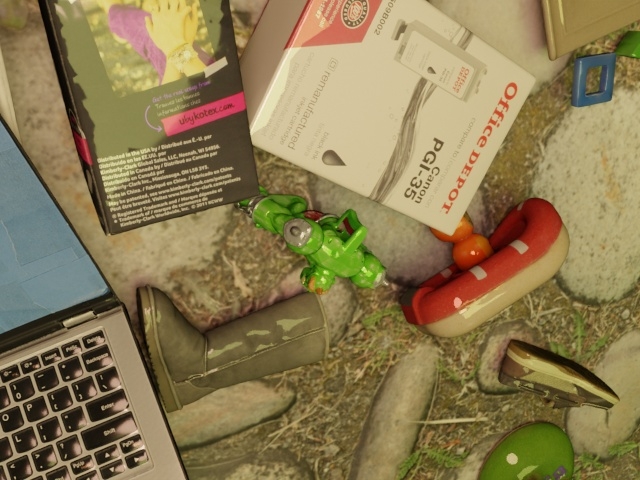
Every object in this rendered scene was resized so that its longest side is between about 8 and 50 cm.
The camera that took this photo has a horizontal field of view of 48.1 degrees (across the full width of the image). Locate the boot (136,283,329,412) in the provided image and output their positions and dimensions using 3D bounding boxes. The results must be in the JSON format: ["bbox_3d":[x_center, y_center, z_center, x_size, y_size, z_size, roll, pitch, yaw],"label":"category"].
[{"bbox_3d":[-0.095,0.101,0.826,0.209,0.076,0.189,-15,131,-12],"label":"boot"}]

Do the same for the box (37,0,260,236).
[{"bbox_3d":[-0.161,-0.166,0.630,0.143,0.165,0.270,-15,116,-18],"label":"box"}]

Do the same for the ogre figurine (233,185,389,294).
[{"bbox_3d":[0.000,0.000,0.803,0.097,0.118,0.197,-41,121,-5],"label":"ogre figurine"}]

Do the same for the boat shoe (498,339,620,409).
[{"bbox_3d":[0.357,0.217,1.088,0.224,0.080,0.073,25,104,-26],"label":"boat shoe"}]

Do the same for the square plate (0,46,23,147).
[{"bbox_3d":[-0.411,-0.033,0.562,0.347,0.049,0.344,-14,148,-20],"label":"square plate"}]

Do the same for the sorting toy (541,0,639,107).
[{"bbox_3d":[0.325,-0.337,0.862,0.196,0.047,0.347,-28,120,-17],"label":"sorting toy"}]

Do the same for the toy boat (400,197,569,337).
[{"bbox_3d":[0.191,0.011,0.904,0.231,0.151,0.151,-31,91,-11],"label":"toy boat"}]

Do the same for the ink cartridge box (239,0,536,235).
[{"bbox_3d":[0.063,-0.155,0.769,0.283,0.117,0.207,22,100,-30],"label":"ink cartridge box"}]

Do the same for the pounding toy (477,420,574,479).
[{"bbox_3d":[0.356,0.418,1.147,0.183,0.110,0.236,-15,116,-19],"label":"pounding toy"}]

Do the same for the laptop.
[{"bbox_3d":[-0.342,0.159,0.558,0.382,0.236,0.407,-22,80,-5],"label":"laptop"}]
